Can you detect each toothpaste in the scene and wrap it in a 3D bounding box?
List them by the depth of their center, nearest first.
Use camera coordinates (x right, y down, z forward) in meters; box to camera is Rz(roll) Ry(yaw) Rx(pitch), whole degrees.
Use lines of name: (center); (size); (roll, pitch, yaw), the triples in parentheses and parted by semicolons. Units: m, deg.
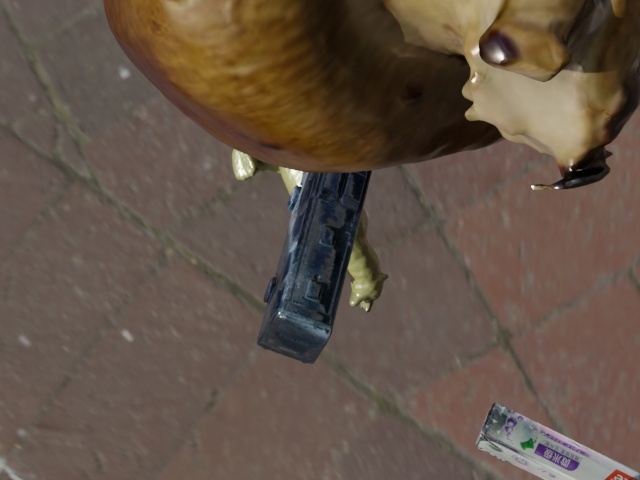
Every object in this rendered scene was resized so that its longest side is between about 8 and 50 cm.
toothpaste: (0.248, 0.223, 1.753); (0.196, 0.047, 0.040); (25, 70, 7)

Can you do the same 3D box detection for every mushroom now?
mushroom: (0.058, -0.175, 0.809); (0.259, 0.345, 0.345); (0, 70, 38)

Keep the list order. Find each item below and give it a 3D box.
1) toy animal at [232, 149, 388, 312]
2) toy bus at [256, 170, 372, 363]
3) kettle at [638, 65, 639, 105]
toy animal: (0.001, -0.037, 1.692); (0.103, 0.101, 0.219); (-28, 78, 36)
toy bus: (0.000, 0.000, 1.192); (0.047, 0.065, 0.166); (20, 57, -8)
kettle: (0.254, -0.166, 1.176); (0.308, 0.262, 0.203); (20, 79, 51)
